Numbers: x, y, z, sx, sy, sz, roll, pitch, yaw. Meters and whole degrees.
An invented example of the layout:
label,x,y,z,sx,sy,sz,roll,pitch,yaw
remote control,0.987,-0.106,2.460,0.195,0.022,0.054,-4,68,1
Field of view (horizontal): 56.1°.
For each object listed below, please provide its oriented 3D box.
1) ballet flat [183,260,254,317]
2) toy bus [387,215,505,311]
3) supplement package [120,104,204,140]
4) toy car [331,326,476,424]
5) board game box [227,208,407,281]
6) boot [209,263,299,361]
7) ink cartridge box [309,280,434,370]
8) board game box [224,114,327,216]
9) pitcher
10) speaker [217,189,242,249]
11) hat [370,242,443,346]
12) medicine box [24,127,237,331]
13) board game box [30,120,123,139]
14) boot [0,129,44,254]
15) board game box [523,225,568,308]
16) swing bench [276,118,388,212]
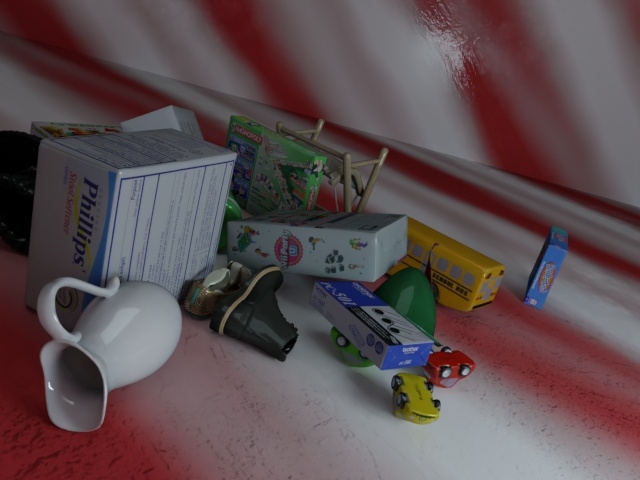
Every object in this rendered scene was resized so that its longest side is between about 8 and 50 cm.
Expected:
label,x,y,z,sx,sy,sz,roll,pitch,yaw
ballet flat,-0.163,0.076,1.066,0.073,0.067,0.206,24,22,14
toy bus,0.232,0.044,1.352,0.332,0.130,0.108,31,25,35
supplement package,-0.388,-0.254,1.531,0.138,0.134,0.244,-18,9,2
toy car,0.114,0.202,0.966,0.224,0.053,0.239,24,21,23
board game box,0.000,0.000,1.200,0.303,0.098,0.224,5,11,23
boot,-0.078,0.125,1.015,0.136,0.077,0.198,26,35,13
ink cartridge box,0.077,0.131,0.975,0.097,0.046,0.207,3,22,-36
board game box,-0.132,-0.161,1.496,0.317,0.214,0.046,32,27,36
pitcher,-0.265,0.107,0.757,0.125,0.178,0.207,-3,17,16
speaker,-0.256,-0.090,1.346,0.131,0.131,0.296,8,22,-21
hat,0.190,0.067,1.110,0.173,0.184,0.208,39,-5,-35
medicine box,-0.290,-0.025,0.951,0.149,0.264,0.289,23,21,20
board game box,-0.606,-0.270,1.658,0.192,0.053,0.305,30,25,35
boot,-0.573,-0.103,1.134,0.347,0.131,0.260,19,20,7
board game box,0.570,0.063,1.513,0.047,0.160,0.210,22,22,15
swing bench,0.009,-0.147,1.523,0.165,0.255,0.253,-15,35,-43
